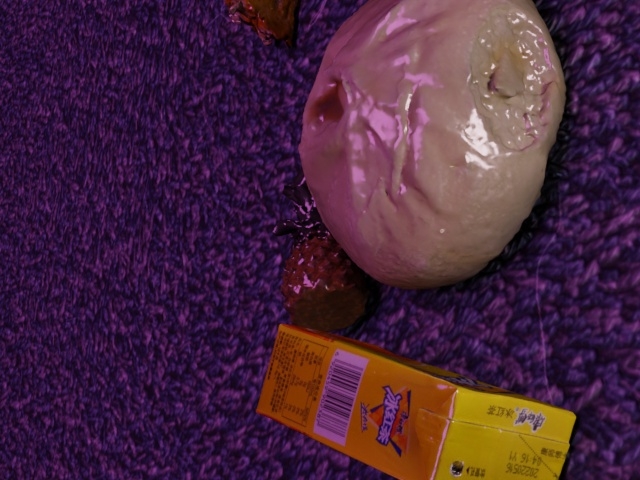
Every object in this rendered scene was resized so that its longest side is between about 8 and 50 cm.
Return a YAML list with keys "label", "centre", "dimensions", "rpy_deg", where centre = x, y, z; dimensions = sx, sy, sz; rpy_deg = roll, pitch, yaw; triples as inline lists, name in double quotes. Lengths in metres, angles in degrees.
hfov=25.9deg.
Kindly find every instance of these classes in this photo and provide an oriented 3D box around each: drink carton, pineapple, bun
- label: "drink carton"
  centre: [0.087, 0.177, 1.445]
  dimensions: [0.351, 0.154, 0.111]
  rpy_deg: [11, 86, 59]
- label: "pineapple"
  centre: [0.000, 0.000, 1.725]
  dimensions: [0.119, 0.111, 0.237]
  rpy_deg: [-24, 45, 16]
- label: "pineapple"
  centre: [-0.123, -0.436, 2.064]
  dimensions: [0.158, 0.161, 0.334]
  rpy_deg: [-17, 65, 57]
- label: "bun"
  centre: [0.092, -0.132, 1.539]
  dimensions: [0.364, 0.202, 0.364]
  rpy_deg: [-36, 46, 48]
